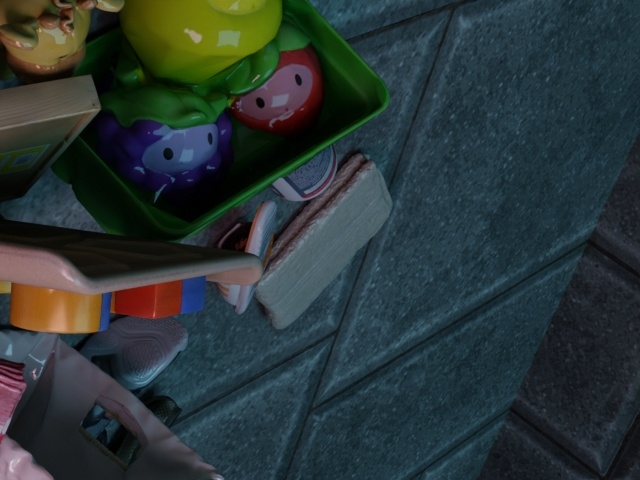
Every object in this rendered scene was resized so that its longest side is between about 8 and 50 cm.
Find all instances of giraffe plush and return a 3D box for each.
[{"bbox_3d":[-0.276,-0.211,1.376,0.181,0.170,0.210,-55,152,-18],"label":"giraffe plush"}]

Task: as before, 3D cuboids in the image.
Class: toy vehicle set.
[{"bbox_3d":[-0.330,-0.081,1.427,0.166,0.035,0.267,-14,171,-31],"label":"toy vehicle set"}]

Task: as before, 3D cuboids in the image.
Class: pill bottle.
[{"bbox_3d":[-0.052,-0.128,1.984,0.108,0.108,0.180,-52,156,-3],"label":"pill bottle"}]

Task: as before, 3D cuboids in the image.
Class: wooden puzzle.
[{"bbox_3d":[-0.272,0.032,1.448,0.348,0.322,0.080,2,95,-63],"label":"wooden puzzle"}]

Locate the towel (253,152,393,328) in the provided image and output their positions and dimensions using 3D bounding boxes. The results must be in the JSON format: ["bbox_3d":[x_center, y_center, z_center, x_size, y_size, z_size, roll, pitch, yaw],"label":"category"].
[{"bbox_3d":[0.000,0.000,2.323,0.282,0.049,0.187,-47,154,-11],"label":"towel"}]

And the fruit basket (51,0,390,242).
[{"bbox_3d":[-0.115,-0.193,1.639,0.392,0.283,0.392,-40,170,-9],"label":"fruit basket"}]

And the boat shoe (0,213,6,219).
[{"bbox_3d":[-0.398,0.009,1.625,0.135,0.050,0.045,-42,159,-23],"label":"boat shoe"}]

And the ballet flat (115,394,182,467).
[{"bbox_3d":[-0.299,0.329,2.233,0.250,0.058,0.084,-53,178,12],"label":"ballet flat"}]

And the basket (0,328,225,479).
[{"bbox_3d":[-0.355,0.294,1.720,0.266,0.328,0.331,-57,158,10],"label":"basket"}]

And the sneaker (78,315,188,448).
[{"bbox_3d":[-0.294,0.210,2.024,0.269,0.101,0.153,-34,151,-25],"label":"sneaker"}]

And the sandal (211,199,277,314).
[{"bbox_3d":[-0.113,0.008,2.095,0.265,0.076,0.102,105,7,-60],"label":"sandal"}]

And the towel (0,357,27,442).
[{"bbox_3d":[-0.450,0.239,1.467,0.237,0.037,0.329,15,112,-26],"label":"towel"}]
